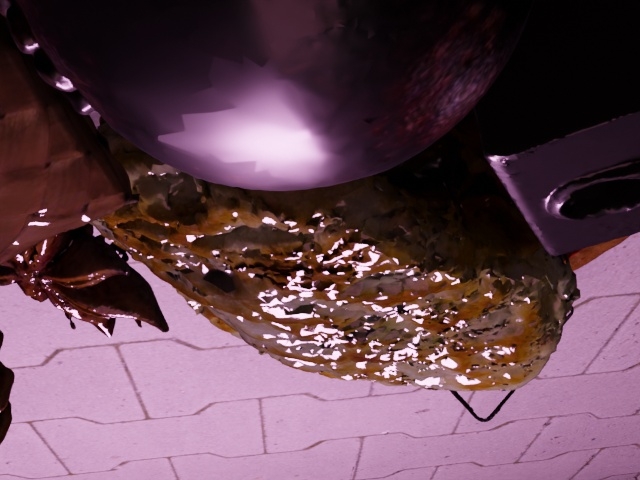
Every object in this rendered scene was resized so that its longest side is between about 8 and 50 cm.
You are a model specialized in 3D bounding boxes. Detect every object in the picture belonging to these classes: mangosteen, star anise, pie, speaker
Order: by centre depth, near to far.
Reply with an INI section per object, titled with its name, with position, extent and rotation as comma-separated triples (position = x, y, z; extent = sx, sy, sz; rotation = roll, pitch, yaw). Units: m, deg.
[mangosteen]
position = -0.021, -0.185, 0.478
extent = 0.297, 0.313, 0.297
rotation = 26, 169, 6
[speaker]
position = 0.223, -0.147, 0.635
extent = 0.254, 0.232, 0.184
rotation = -17, 153, 19
[pie]
position = -0.001, 0.012, 0.833
extent = 0.395, 0.180, 0.418
rotation = 2, 148, 30
[star anise]
position = -0.254, 0.000, 0.957
extent = 0.272, 0.102, 0.272
rotation = 19, 152, 10

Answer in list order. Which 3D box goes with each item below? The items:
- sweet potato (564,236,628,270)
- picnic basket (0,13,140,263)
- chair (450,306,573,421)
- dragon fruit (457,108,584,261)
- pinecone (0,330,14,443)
[sweet potato]
position = 0.247, -0.003, 1.088
extent = 0.292, 0.097, 0.097
rotation = -30, 146, 26
[picnic basket]
position = -0.317, -0.078, 0.546
extent = 0.337, 0.293, 0.337
rotation = -24, 150, -15
[chair]
position = 0.172, 0.091, 1.242
extent = 0.145, 0.221, 0.140
rotation = -45, 163, -22
[dragon fruit]
position = 0.188, -0.066, 0.893
extent = 0.262, 0.134, 0.211
rotation = 3, 151, -19
[pinecone]
position = -0.492, 0.148, 0.894
extent = 0.397, 0.398, 0.398
rotation = -6, 153, -3
